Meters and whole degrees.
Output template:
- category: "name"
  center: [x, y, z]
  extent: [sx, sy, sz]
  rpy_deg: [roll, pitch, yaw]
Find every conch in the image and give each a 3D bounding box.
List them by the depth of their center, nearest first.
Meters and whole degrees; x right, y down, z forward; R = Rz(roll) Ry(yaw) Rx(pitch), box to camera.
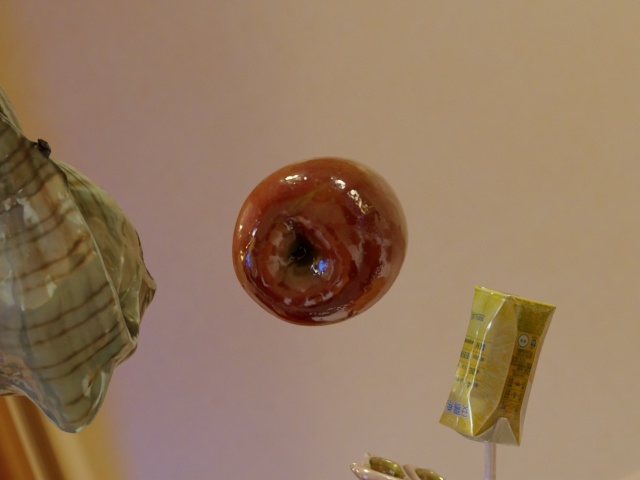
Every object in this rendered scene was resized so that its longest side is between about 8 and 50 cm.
- category: "conch"
  center: [-0.191, 0.025, 1.020]
  extent: [0.169, 0.203, 0.386]
  rpy_deg: [-45, -19, -4]

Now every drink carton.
- category: "drink carton"
  center: [0.167, 0.150, 1.691]
  extent: [0.075, 0.200, 0.084]
  rpy_deg: [15, -1, -32]

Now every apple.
- category: "apple"
  center: [0.000, 0.000, 1.778]
  extent: [0.181, 0.181, 0.168]
  rpy_deg: [-27, 2, 12]

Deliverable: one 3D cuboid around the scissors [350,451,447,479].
- category: "scissors"
  center: [0.120, 0.312, 2.069]
  extent: [0.160, 0.024, 0.317]
  rpy_deg: [17, 5, -9]
